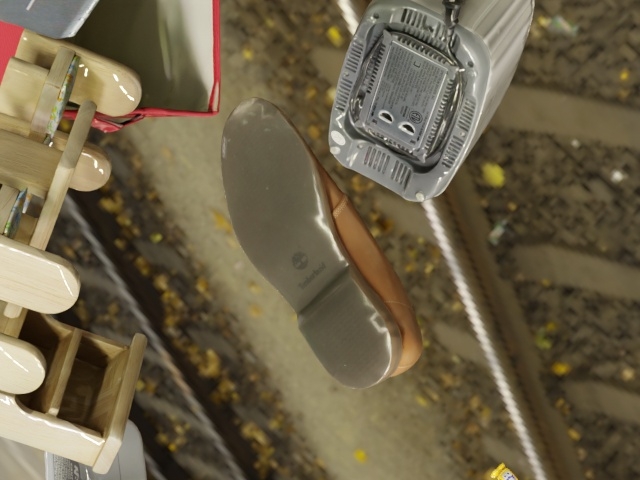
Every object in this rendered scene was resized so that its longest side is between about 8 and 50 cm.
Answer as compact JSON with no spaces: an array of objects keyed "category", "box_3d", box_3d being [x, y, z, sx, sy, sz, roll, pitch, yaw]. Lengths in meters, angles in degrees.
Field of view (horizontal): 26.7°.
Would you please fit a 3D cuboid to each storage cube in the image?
[{"category":"storage cube","box_3d":[-0.212,-0.194,1.096,0.193,0.183,0.215,2,95,37]}]

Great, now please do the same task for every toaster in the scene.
[{"category":"toaster","box_3d":[0.101,-0.157,1.177,0.129,0.146,0.227,28,135,12]}]

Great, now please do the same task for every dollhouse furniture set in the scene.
[{"category":"dollhouse furniture set","box_3d":[-0.177,0.024,0.919,0.161,0.212,0.242,20,128,-11]}]

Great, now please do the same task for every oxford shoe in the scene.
[{"category":"oxford shoe","box_3d":[0.000,0.000,0.901,0.076,0.076,0.212,-35,75,29]}]

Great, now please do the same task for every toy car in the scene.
[{"category":"toy car","box_3d":[0.191,0.284,1.528,0.040,0.122,0.060,43,141,23]}]

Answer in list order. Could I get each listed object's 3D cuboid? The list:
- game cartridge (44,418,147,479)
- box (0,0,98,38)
[{"category":"game cartridge","box_3d":[-0.207,0.291,1.255,0.196,0.060,0.294,-161,68,-67]},{"category":"box","box_3d":[-0.253,-0.325,0.666,0.395,0.294,0.212,16,153,-25]}]
